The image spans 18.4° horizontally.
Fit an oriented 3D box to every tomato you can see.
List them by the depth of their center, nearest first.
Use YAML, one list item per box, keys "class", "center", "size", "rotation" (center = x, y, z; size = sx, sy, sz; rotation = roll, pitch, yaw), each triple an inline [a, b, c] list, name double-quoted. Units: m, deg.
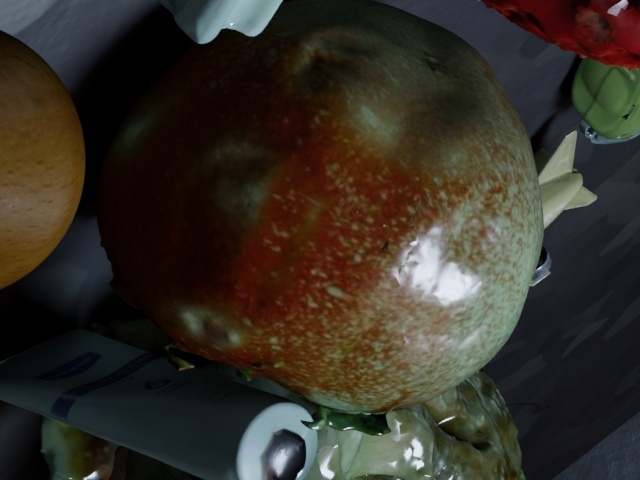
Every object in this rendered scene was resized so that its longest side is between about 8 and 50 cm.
- class: "tomato"
  center: [0.006, -0.035, 1.322]
  size: [0.303, 0.303, 0.239]
  rotation: [-11, 130, -52]

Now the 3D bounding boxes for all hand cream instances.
- class: "hand cream"
  center: [-0.124, 0.118, 1.397]
  size: [0.109, 0.320, 0.067]
  rotation: [-27, 115, -35]

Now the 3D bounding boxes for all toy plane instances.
- class: "toy plane"
  center: [0.151, 0.002, 1.869]
  size: [0.256, 0.104, 0.242]
  rotation: [-43, 146, -10]

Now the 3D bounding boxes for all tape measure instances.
- class: "tape measure"
  center: [0.303, -0.163, 1.787]
  size: [0.154, 0.087, 0.177]
  rotation: [-28, 159, -31]

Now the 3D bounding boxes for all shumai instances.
- class: "shumai"
  center: [-0.024, 0.191, 1.581]
  size: [0.395, 0.395, 0.348]
  rotation: [-37, 154, -6]

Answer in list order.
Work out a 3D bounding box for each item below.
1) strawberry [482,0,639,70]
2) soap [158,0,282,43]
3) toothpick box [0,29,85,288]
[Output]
- class: "strawberry"
  center: [0.179, -0.247, 1.159]
  size: [0.292, 0.292, 0.310]
  rotation: [-48, -176, 23]
- class: "soap"
  center: [-0.038, -0.216, 1.044]
  size: [0.066, 0.119, 0.198]
  rotation: [-18, 151, -50]
- class: "toothpick box"
  center: [-0.249, -0.036, 0.973]
  size: [0.192, 0.192, 0.294]
  rotation: [-48, 163, 22]
